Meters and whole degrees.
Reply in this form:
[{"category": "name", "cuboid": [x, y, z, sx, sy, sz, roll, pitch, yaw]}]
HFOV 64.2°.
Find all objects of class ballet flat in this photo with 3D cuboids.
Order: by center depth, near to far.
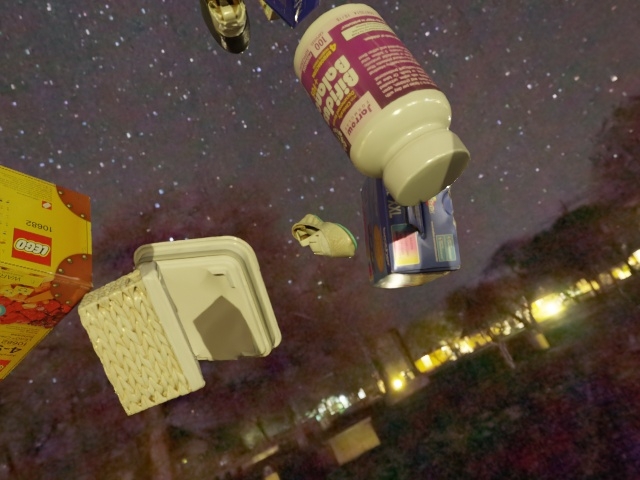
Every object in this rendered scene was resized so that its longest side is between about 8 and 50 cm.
[{"category": "ballet flat", "cuboid": [0.000, 0.000, 0.761, 0.052, 0.057, 0.168, -27, 18, -14]}, {"category": "ballet flat", "cuboid": [-0.153, -0.372, 0.773, 0.074, 0.074, 0.203, -23, -47, -11]}]

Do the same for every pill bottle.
[{"category": "pill bottle", "cuboid": [0.093, -0.205, 0.789, 0.169, 0.301, 0.169, -25, -24, -12]}]

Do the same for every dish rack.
[{"category": "dish rack", "cuboid": [-0.257, 0.153, 1.146, 0.286, 0.072, 0.332, -6, -57, 13]}]

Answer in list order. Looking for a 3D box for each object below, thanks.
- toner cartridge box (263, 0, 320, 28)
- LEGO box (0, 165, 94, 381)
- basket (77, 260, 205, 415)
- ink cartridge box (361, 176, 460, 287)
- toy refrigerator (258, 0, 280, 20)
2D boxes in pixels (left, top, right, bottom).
[{"category": "toner cartridge box", "cuboid": [-0.074, -0.478, 0.768, 0.075, 0.165, 0.348, -44, 0, -5]}, {"category": "LEGO box", "cuboid": [-0.650, 0.030, 0.714, 0.372, 0.193, 0.500, -39, -39, 26]}, {"category": "basket", "cuboid": [-0.234, 0.125, 0.670, 0.103, 0.167, 0.113, -22, 12, -16]}, {"category": "ink cartridge box", "cuboid": [0.193, -0.046, 1.147, 0.151, 0.269, 0.395, -4, -10, -4]}, {"category": "toy refrigerator", "cuboid": [-0.151, -0.735, 1.364, 0.094, 0.269, 0.102, -22, -11, -24]}]
